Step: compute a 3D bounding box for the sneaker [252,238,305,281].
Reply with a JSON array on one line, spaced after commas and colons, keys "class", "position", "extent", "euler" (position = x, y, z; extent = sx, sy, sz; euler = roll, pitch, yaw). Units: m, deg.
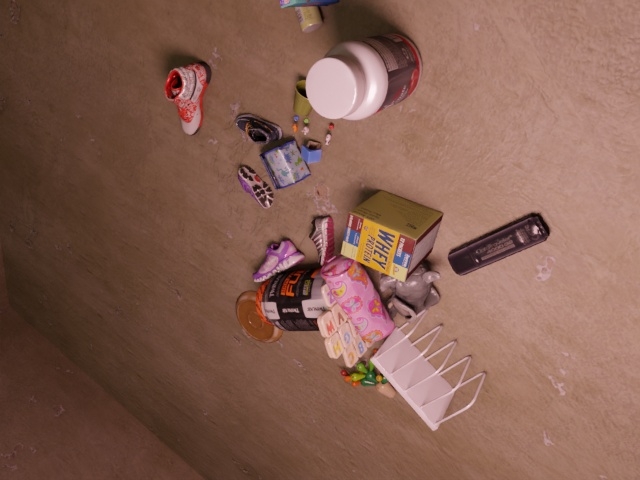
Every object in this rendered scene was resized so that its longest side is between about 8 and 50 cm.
[{"class": "sneaker", "position": [-0.162, 0.069, 1.750], "extent": [0.236, 0.095, 0.104], "euler": [-32, 86, 36]}]

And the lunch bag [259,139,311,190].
[{"class": "lunch bag", "position": [-0.125, -0.233, 1.570], "extent": [0.151, 0.096, 0.129], "euler": [-7, 111, 52]}]

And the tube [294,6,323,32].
[{"class": "tube", "position": [-0.057, -0.684, 1.319], "extent": [0.070, 0.062, 0.240], "euler": [-20, 97, -2]}]

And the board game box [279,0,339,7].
[{"class": "board game box", "position": [-0.039, -0.661, 1.212], "extent": [0.047, 0.210, 0.160], "euler": [0, 113, 35]}]

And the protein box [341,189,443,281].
[{"class": "protein box", "position": [0.199, -0.019, 1.374], "extent": [0.200, 0.201, 0.136], "euler": [24, 124, 23]}]

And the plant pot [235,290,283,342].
[{"class": "plant pot", "position": [-0.250, 0.311, 1.965], "extent": [0.236, 0.032, 0.236], "euler": [15, 121, 27]}]

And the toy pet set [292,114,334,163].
[{"class": "toy pet set", "position": [-0.032, -0.293, 1.466], "extent": [0.122, 0.065, 0.114], "euler": [15, 133, 5]}]

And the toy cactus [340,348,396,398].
[{"class": "toy cactus", "position": [0.188, 0.474, 1.713], "extent": [0.180, 0.112, 0.219], "euler": [43, 130, -16]}]

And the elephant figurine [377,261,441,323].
[{"class": "elephant figurine", "position": [0.268, 0.167, 1.472], "extent": [0.169, 0.186, 0.239], "euler": [-15, 118, 5]}]

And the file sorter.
[{"class": "file sorter", "position": [0.332, 0.378, 1.490], "extent": [0.277, 0.193, 0.173], "euler": [48, 127, 5]}]

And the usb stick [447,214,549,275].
[{"class": "usb stick", "position": [0.462, 0.017, 1.312], "extent": [0.278, 0.045, 0.077], "euler": [-31, 86, 41]}]

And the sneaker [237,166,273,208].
[{"class": "sneaker", "position": [-0.223, -0.176, 1.693], "extent": [0.170, 0.068, 0.071], "euler": [53, 146, 12]}]

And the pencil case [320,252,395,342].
[{"class": "pencil case", "position": [0.110, 0.169, 1.446], "extent": [0.124, 0.124, 0.284], "euler": [-9, 125, 38]}]

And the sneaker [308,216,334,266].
[{"class": "sneaker", "position": [0.000, 0.000, 1.615], "extent": [0.075, 0.063, 0.170], "euler": [13, 114, 29]}]

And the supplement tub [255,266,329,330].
[{"class": "supplement tub", "position": [-0.041, 0.198, 1.647], "extent": [0.338, 0.207, 0.207], "euler": [-9, 107, 37]}]

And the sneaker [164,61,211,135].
[{"class": "sneaker", "position": [-0.459, -0.461, 1.648], "extent": [0.090, 0.145, 0.270], "euler": [38, 129, 14]}]

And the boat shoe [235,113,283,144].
[{"class": "boat shoe", "position": [-0.215, -0.354, 1.572], "extent": [0.183, 0.083, 0.065], "euler": [20, 123, 26]}]

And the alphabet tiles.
[{"class": "alphabet tiles", "position": [0.093, 0.231, 1.518], "extent": [0.021, 0.284, 0.278], "euler": [-6, 108, 39]}]

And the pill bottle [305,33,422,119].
[{"class": "pill bottle", "position": [0.104, -0.387, 1.178], "extent": [0.176, 0.318, 0.176], "euler": [17, 122, 28]}]

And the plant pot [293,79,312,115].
[{"class": "plant pot", "position": [-0.045, -0.407, 1.438], "extent": [0.083, 0.083, 0.079], "euler": [42, 141, 10]}]
